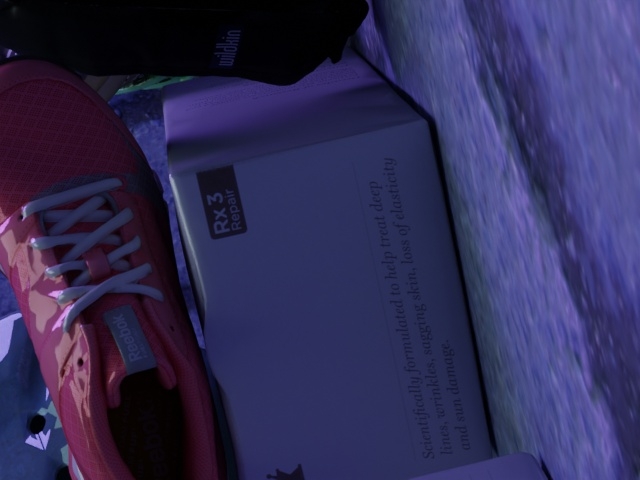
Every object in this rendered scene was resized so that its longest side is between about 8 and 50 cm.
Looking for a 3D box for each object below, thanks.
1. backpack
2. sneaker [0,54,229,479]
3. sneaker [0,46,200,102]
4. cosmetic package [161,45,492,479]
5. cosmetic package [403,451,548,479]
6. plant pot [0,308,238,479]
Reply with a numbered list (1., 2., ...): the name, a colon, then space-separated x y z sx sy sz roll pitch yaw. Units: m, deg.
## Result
1. backpack: -0.115 -0.230 1.007 0.276 0.263 0.213 83 172 -61
2. sneaker: -0.115 0.036 0.977 0.136 0.116 0.314 169 81 -75
3. sneaker: -0.110 -0.171 1.352 0.182 0.158 0.410 57 -131 -28
4. cosmetic package: -0.011 0.005 1.123 0.385 0.156 0.217 -118 16 -74
5. cosmetic package: 0.038 0.214 0.781 0.151 0.183 0.151 -110 8 -65
6. plant pot: -0.133 0.219 1.331 0.334 0.341 0.341 33 -144 -53
